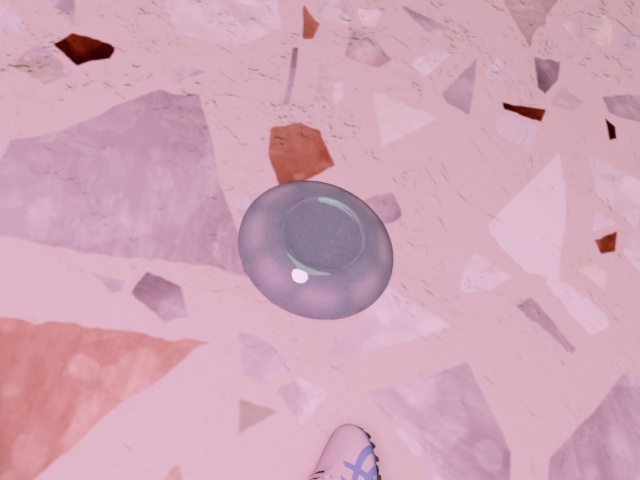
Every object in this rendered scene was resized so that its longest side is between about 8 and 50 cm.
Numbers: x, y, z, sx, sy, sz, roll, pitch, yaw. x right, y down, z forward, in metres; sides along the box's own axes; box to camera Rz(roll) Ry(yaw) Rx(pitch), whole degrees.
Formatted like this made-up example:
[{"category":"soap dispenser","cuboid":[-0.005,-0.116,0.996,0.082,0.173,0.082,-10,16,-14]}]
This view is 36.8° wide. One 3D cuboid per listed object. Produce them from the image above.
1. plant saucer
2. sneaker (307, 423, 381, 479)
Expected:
[{"category":"plant saucer","cuboid":[0.000,0.000,1.155,0.195,0.037,0.195,7,58,-12]},{"category":"sneaker","cuboid":[-0.005,0.285,0.954,0.086,0.085,0.237,33,56,-21]}]
